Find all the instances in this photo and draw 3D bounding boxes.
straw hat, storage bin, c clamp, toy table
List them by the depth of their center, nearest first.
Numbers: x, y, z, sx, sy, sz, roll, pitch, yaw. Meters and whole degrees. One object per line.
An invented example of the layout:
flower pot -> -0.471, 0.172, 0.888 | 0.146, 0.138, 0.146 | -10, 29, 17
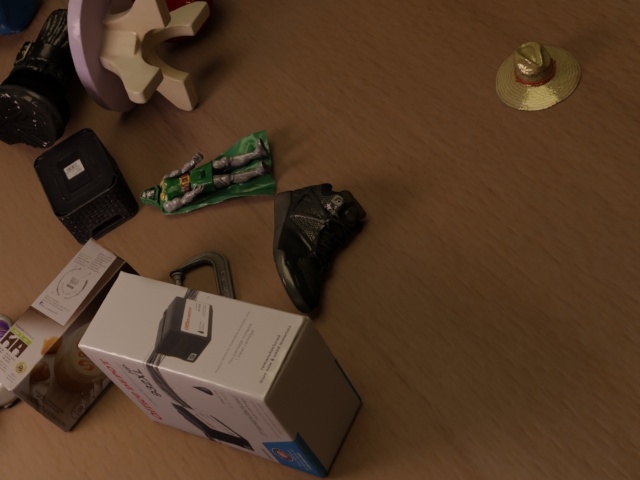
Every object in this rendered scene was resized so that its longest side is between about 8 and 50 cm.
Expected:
c clamp -> -0.200, 0.086, 1.710 | 0.137, 0.022, 0.160 | -17, 49, 12
straw hat -> 0.332, -0.276, 1.729 | 0.144, 0.061, 0.144 | -12, 50, 15
storage bin -> -0.405, -0.095, 1.905 | 0.122, 0.084, 0.180 | -33, 49, -2
toy table -> -0.316, -0.337, 1.936 | 0.161, 0.274, 0.252 | 11, 63, 22

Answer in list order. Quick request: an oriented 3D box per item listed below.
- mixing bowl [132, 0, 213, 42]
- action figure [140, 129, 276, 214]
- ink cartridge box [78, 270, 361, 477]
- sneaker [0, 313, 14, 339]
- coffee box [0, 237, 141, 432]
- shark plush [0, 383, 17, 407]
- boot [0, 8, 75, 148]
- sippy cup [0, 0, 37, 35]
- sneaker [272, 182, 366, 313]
mixing bowl -> -0.275, -0.442, 2.105 | 0.181, 0.098, 0.181 | -12, 45, 13
action figure -> -0.194, -0.100, 1.832 | 0.232, 0.063, 0.137 | -19, 52, 14
ink cartridge box -> -0.132, 0.176, 1.472 | 0.307, 0.223, 0.129 | 11, 60, 31
sneaker -> -0.575, 0.174, 1.783 | 0.170, 0.068, 0.071 | -23, 54, 5
coffee box -> -0.361, 0.140, 1.650 | 0.098, 0.141, 0.246 | 28, 73, 41
shark plush -> -0.491, 0.233, 1.727 | 0.161, 0.073, 0.067 | -48, 27, 11
boot -> -0.493, -0.307, 2.026 | 0.260, 0.131, 0.348 | -51, 30, -18
sippy cup -> -0.728, -0.525, 2.314 | 0.224, 0.240, 0.305 | 10, 97, 18
sneaker -> 0.000, 0.000, 1.644 | 0.130, 0.087, 0.227 | -19, 43, 18
